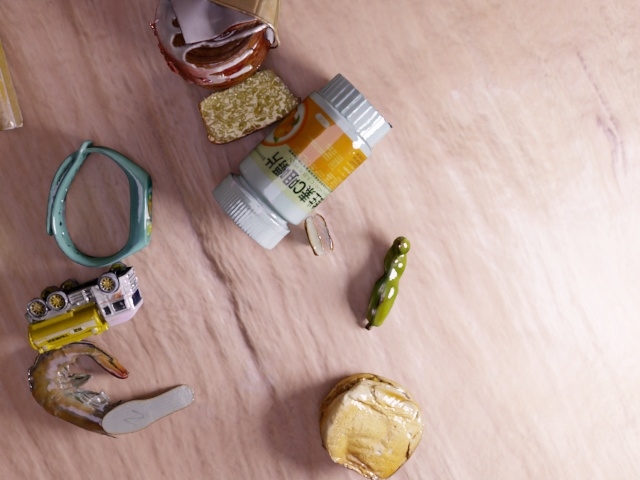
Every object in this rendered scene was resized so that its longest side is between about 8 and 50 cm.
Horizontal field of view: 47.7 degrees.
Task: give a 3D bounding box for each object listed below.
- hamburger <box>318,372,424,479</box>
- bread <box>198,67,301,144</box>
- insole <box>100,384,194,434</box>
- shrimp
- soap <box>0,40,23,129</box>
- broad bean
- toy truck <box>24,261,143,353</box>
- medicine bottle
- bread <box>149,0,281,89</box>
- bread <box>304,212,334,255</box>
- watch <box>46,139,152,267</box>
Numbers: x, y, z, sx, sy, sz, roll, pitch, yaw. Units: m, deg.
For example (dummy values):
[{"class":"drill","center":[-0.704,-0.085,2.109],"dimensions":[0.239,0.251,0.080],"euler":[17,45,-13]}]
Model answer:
[{"class":"hamburger","center":[0.097,0.367,1.446],"dimensions":[0.213,0.108,0.214],"euler":[0,101,-1]},{"class":"bread","center":[-0.134,-0.249,1.343],"dimensions":[0.187,0.065,0.103],"euler":[-28,99,4]},{"class":"insole","center":[-0.339,0.335,1.434],"dimensions":[0.188,0.004,0.064],"euler":[-18,92,-23]},{"class":"shrimp","center":[-0.452,0.289,1.438],"dimensions":[0.253,0.058,0.173],"euler":[19,91,-7]},{"class":"soap","center":[-0.640,-0.304,1.303],"dimensions":[0.140,0.073,0.232],"euler":[-12,101,-2]},{"class":"broad bean","center":[0.132,0.088,1.420],"dimensions":[0.048,0.070,0.214],"euler":[20,109,11]},{"class":"toy truck","center":[-0.452,0.130,1.383],"dimensions":[0.226,0.098,0.114],"euler":[-20,102,3]},{"class":"medicine bottle","center":[-0.032,-0.145,1.319],"dimensions":[0.318,0.158,0.158],"euler":[-44,100,5]},{"class":"bread","center":[-0.182,-0.377,1.276],"dimensions":[0.224,0.142,0.212],"euler":[23,85,6]},{"class":"bread","center":[0.000,0.000,1.370],"dimensions":[0.043,0.109,0.062],"euler":[-19,57,-1]},{"class":"watch","center":[-0.413,-0.068,1.366],"dimensions":[0.195,0.068,0.237],"euler":[5,104,-1]}]
